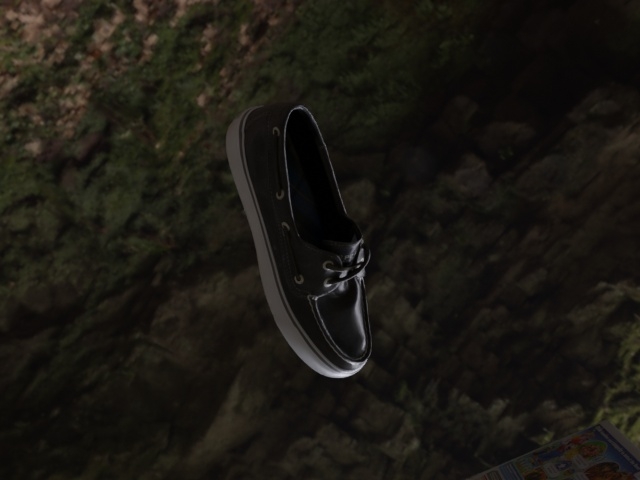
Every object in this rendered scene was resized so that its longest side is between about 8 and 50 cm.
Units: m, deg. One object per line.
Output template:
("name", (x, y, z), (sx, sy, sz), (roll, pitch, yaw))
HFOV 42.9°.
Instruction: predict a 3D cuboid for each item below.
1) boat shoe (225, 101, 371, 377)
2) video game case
("boat shoe", (0.000, 0.000, 0.630), (0.080, 0.229, 0.076), (-23, -172, -42))
("video game case", (0.118, 0.140, 0.449), (0.122, 0.011, 0.087), (-24, -176, 3))
